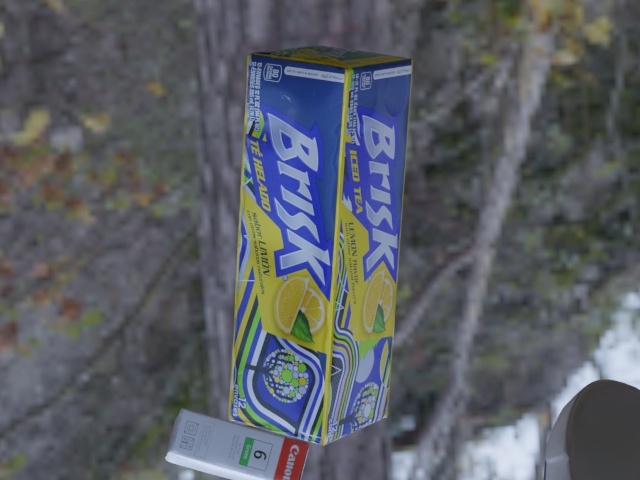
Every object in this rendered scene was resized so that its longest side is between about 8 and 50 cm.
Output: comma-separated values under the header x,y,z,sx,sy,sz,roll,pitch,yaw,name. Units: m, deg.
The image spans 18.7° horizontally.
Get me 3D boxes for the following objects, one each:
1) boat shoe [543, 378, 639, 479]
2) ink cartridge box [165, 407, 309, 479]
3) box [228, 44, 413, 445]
x,y,z,sx,sy,sz,roll,pitch,yaw,name
0.164,0.246,1.217,0.127,0.158,0.340,27,-145,-13,boat shoe
-0.031,0.128,1.133,0.115,0.029,0.063,15,168,-4,ink cartridge box
0.000,0.000,0.865,0.054,0.169,0.059,11,-166,31,box
